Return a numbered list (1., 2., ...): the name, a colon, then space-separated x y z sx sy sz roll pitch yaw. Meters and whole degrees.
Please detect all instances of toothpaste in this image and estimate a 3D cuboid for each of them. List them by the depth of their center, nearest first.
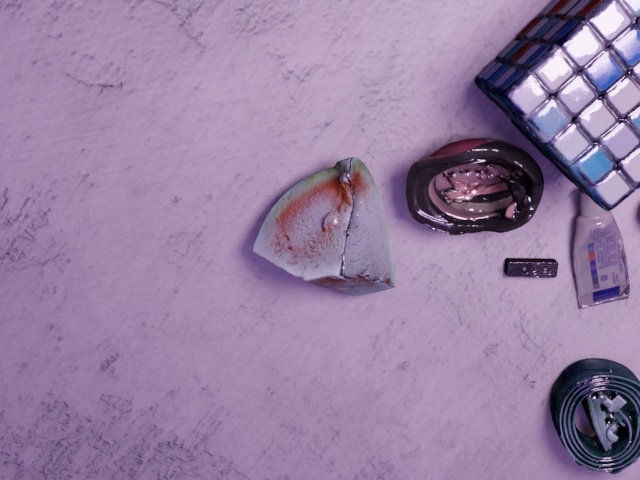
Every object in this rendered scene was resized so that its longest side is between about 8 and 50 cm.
1. toothpaste: 0.583 0.016 1.433 0.099 0.068 0.283 1 122 34

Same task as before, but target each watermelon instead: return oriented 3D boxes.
1. watermelon: 0.000 0.000 1.365 0.289 0.214 0.320 -5 120 5

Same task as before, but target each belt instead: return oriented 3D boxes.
1. belt: 0.624 0.394 1.523 0.206 0.116 0.268 -9 105 8

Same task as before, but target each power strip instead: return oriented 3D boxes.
1. power strip: 0.450 0.059 1.462 0.111 0.029 0.038 0 109 2

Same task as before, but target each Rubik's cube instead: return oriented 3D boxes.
1. Rubik's cube: 0.490 -0.275 1.215 0.292 0.287 0.293 41 106 -12

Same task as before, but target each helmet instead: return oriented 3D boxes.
1. helmet: 0.309 -0.119 1.349 0.253 0.154 0.198 10 130 18
